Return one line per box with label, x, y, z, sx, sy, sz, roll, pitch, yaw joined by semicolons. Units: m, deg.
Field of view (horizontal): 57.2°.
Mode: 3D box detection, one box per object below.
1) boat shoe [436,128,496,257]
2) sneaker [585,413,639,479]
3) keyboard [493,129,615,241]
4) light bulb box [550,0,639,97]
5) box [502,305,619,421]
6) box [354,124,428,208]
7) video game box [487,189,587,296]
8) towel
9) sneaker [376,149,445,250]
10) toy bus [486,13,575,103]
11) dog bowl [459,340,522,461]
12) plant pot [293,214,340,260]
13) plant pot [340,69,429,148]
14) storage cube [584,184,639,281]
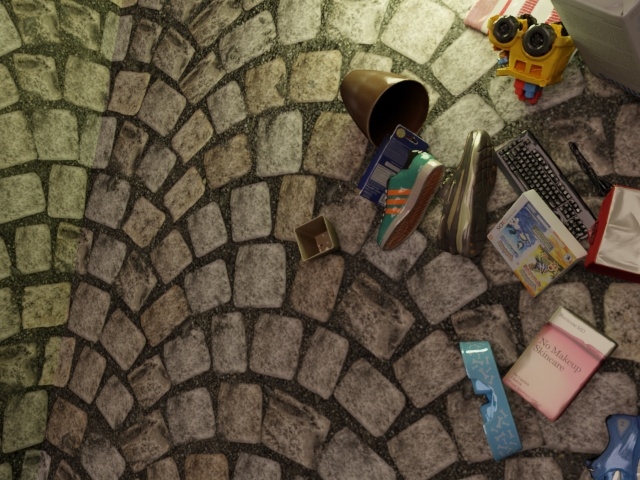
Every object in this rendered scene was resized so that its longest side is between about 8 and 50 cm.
boat shoe;0.379;-0.132;1.578;0.130;0.132;0.355;3;75;39
sneaker;0.677;0.550;1.318;0.147;0.130;0.330;4;80;44
keyboard;0.607;-0.152;1.498;0.201;0.033;0.317;-35;72;14
light bulb box;0.749;-0.559;1.292;0.358;0.361;0.225;-49;47;13
box;0.572;0.291;1.401;0.148;0.127;0.232;39;101;29
box;0.207;-0.207;1.684;0.225;0.136;0.036;-60;34;7
video game box;0.529;0.009;1.460;0.205;0.048;0.187;58;151;24
towel;0.589;-0.642;1.605;0.329;0.037;0.237;36;100;28
sneaker;0.232;-0.114;1.658;0.121;0.108;0.302;46;118;35
toy bus;0.536;-0.476;1.542;0.220;0.149;0.211;31;128;32
dog bowl;0.423;0.387;1.454;0.074;0.166;0.297;-17;73;13
plant pot;0.000;0.000;1.782;0.109;0.096;0.109;-25;70;22
plant pot;0.161;-0.410;1.719;0.215;0.215;0.230;-53;48;11
storage cube;0.719;-0.003;1.317;0.215;0.193;0.184;16;89;20
